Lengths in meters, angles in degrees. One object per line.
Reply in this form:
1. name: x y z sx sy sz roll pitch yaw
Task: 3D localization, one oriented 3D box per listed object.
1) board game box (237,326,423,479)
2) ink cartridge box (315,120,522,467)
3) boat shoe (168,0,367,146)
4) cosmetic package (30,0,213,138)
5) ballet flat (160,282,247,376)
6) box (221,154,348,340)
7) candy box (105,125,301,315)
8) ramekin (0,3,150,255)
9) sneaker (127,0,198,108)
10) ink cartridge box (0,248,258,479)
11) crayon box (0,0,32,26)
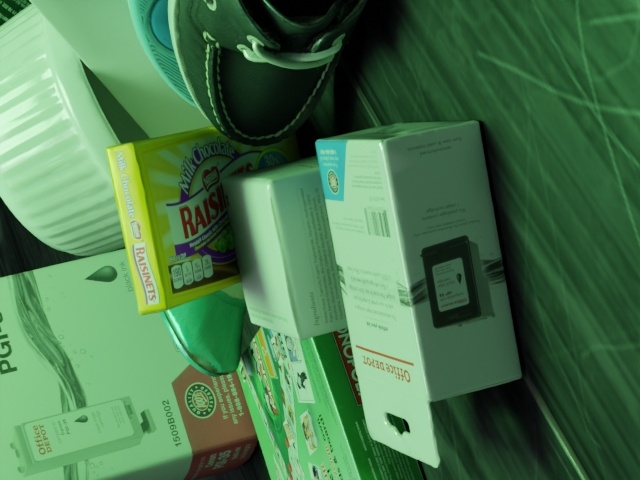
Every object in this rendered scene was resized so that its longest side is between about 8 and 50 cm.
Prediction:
1. board game box: 0.024 0.199 1.115 0.213 0.046 0.317 123 131 -66
2. ink cartridge box: 0.056 0.026 0.883 0.104 0.060 0.180 -170 68 -69
3. boat shoe: -0.021 -0.153 0.902 0.302 0.114 0.091 98 158 -48
4. cosmetic package: -0.137 -0.160 1.108 0.239 0.060 0.099 51 -161 -43
5. ballet flat: -0.096 -0.001 1.252 0.087 0.083 0.247 -44 40 16
6. box: 0.000 0.000 0.983 0.101 0.087 0.102 -169 67 -70
7. candy box: -0.065 -0.024 1.035 0.027 0.206 0.105 -11 95 28
8. ramekin: -0.176 -0.086 1.186 0.207 0.109 0.207 55 -162 -29
9. sneaker: -0.089 -0.257 1.048 0.208 0.127 0.319 -105 2 -57
10. ink cartridge box: -0.223 0.133 1.407 0.117 0.283 0.207 123 131 -65
11. crayon box: -0.301 -0.258 1.330 0.363 0.106 0.313 36 -162 -48
